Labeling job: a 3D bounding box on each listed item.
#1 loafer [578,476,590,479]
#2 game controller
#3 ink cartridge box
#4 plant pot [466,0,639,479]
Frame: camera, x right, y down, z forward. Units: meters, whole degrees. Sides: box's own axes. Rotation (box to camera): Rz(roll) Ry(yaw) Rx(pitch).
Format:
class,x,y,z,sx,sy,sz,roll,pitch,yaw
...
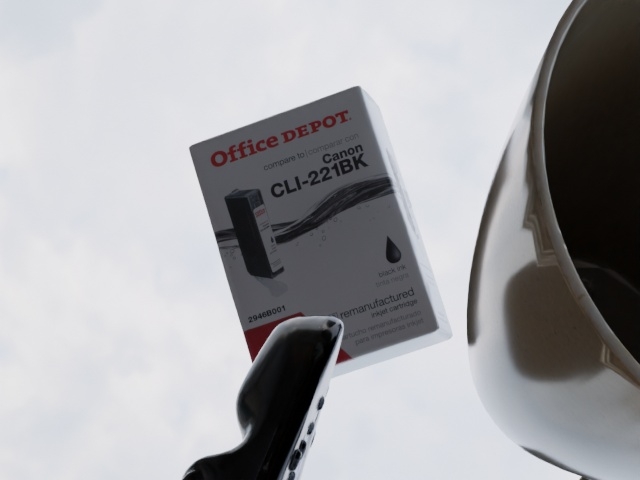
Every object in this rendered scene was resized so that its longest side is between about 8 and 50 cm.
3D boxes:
class,x,y,z,sx,sy,sz,roll,pitch,yaw
loafer,0.247,0.240,1.241,0.094,0.251,0.087,91,1,-57
game controller,-0.040,0.169,0.855,0.067,0.166,0.319,29,-31,9
ink cartridge box,0.000,0.000,1.516,0.197,0.114,0.272,-19,-102,9
plant pot,0.175,0.021,0.710,0.256,0.256,0.274,64,-21,12
